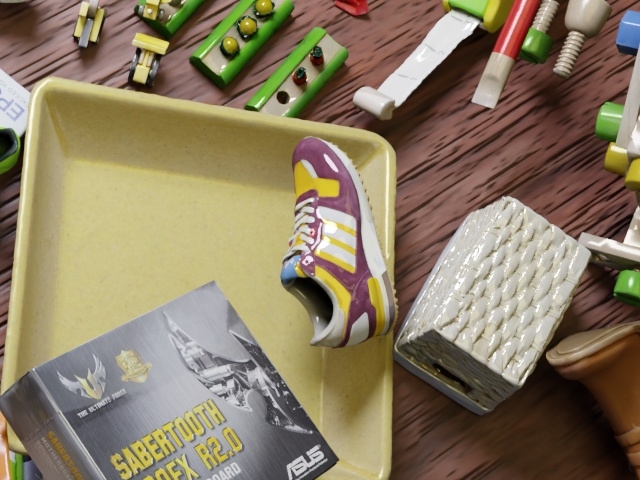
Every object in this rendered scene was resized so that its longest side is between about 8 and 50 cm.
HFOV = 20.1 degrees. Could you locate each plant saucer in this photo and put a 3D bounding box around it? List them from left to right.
[{"bbox_3d":[-0.104,0.048,1.556,0.333,0.081,0.332,8,67,-16],"label":"plant saucer"}]

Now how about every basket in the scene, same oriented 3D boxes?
[{"bbox_3d":[0.158,0.057,1.642,0.113,0.103,0.167,34,69,-7],"label":"basket"}]

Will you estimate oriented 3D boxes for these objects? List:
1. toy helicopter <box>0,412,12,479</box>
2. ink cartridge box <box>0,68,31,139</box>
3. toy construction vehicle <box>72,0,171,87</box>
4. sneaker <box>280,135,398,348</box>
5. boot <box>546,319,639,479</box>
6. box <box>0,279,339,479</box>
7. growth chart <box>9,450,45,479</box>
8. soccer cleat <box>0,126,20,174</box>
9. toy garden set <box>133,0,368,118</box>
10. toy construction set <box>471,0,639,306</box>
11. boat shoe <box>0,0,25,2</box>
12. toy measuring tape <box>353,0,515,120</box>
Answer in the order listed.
[{"bbox_3d":[-0.191,0.265,1.312,0.140,0.355,0.235,-32,120,-17],"label":"toy helicopter"},{"bbox_3d":[-0.388,-0.102,1.531,0.223,0.045,0.224,39,68,-6],"label":"ink cartridge box"},{"bbox_3d":[-0.175,-0.194,1.615,0.086,0.035,0.098,19,99,-3],"label":"toy construction vehicle"},{"bbox_3d":[0.000,0.000,1.528,0.084,0.069,0.185,-13,73,-29],"label":"sneaker"},{"bbox_3d":[0.277,0.152,1.636,0.197,0.073,0.152,-6,84,-55],"label":"boot"},{"bbox_3d":[-0.111,0.147,1.386,0.183,0.056,0.231,56,36,6],"label":"box"},{"bbox_3d":[-0.175,0.184,1.543,0.237,0.021,0.172,-8,78,-21],"label":"growth chart"},{"bbox_3d":[-0.333,-0.072,1.477,0.179,0.072,0.060,-8,81,-21],"label":"soccer cleat"},{"bbox_3d":[-0.064,-0.252,1.677,0.244,0.049,0.204,41,67,-5],"label":"toy garden set"},{"bbox_3d":[0.282,-0.080,1.665,0.309,0.257,0.237,25,82,-2],"label":"toy construction set"},{"bbox_3d":[-0.375,-0.313,1.557,0.324,0.116,0.096,24,41,-11],"label":"boat shoe"},{"bbox_3d":[0.141,-0.253,1.705,0.121,0.121,0.330,47,67,-2],"label":"toy measuring tape"}]
